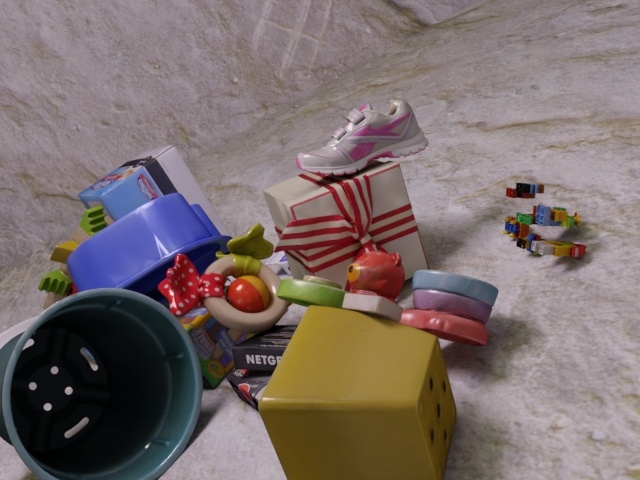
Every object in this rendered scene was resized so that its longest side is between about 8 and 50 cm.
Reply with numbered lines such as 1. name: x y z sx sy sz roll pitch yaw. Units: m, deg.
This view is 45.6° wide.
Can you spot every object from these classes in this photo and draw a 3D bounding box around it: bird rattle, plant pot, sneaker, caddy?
1. bird rattle: -0.158 0.081 1.397 0.253 0.207 0.143 -32 -23 -54
2. plant pot: -0.444 0.270 1.388 0.341 0.341 0.334 -44 18 -33
3. sneaker: 0.070 -0.194 1.420 0.253 0.111 0.103 -19 16 -11
4. caddy: -0.341 0.057 1.558 0.341 0.179 0.241 -32 -12 5
5. plant pot: 0.067 0.224 1.006 0.187 0.212 0.212 -5 30 24

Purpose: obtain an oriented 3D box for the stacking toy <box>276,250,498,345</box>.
1. stacking toy: 0.103 0.064 1.183 0.309 0.280 0.130 3 76 48

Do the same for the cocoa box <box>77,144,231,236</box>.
1. cocoa box: -0.412 -0.036 1.959 0.228 0.347 0.231 -39 22 -23

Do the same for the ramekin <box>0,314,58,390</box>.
1. ramekin: -0.747 0.319 1.874 0.277 0.135 0.277 -24 22 11

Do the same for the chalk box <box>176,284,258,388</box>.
1. chalk box: -0.246 0.204 1.512 0.132 0.132 0.213 -6 30 44

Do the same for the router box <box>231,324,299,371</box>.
1. router box: -0.045 0.187 1.330 0.179 0.046 0.133 -3 10 33

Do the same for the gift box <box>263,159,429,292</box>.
1. gift box: 0.035 -0.004 1.478 0.277 0.255 0.258 -28 19 -12

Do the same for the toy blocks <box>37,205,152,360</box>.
1. toy blocks: -0.501 0.138 1.812 0.191 0.261 0.381 -29 -22 -56

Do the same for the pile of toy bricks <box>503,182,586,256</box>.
1. pile of toy bricks: 0.399 -0.036 1.316 0.105 0.117 0.212 2 10 -7

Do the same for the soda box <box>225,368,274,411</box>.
1. soda box: -0.100 0.259 1.317 0.060 0.053 0.169 -38 22 -21

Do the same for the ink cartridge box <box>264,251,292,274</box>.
1. ink cartridge box: 0.000 0.000 1.780 0.208 0.045 0.206 -9 29 39

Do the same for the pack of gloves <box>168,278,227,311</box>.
1. pack of gloves: -0.314 0.150 1.705 0.195 0.046 0.232 -32 -7 -22
